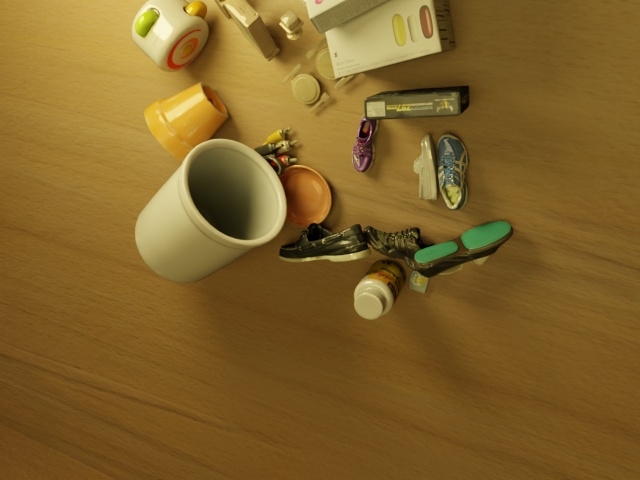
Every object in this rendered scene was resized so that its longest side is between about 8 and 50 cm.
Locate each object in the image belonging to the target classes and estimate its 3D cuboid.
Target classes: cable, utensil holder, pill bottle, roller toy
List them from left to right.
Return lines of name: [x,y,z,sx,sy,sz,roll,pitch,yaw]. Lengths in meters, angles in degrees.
roller toy: [-0.424,-0.594,1.470,0.146,0.209,0.191,46,156,1]
utensil holder: [-0.343,-0.067,1.534,0.385,0.327,0.328,-31,97,44]
cable: [-0.196,-0.254,1.588,0.287,0.072,0.139,-7,94,35]
pill bottle: [0.171,0.145,1.496,0.117,0.215,0.117,9,114,20]

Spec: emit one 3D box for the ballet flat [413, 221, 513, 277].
ballet flat: [0.397,0.031,1.418,0.280,0.095,0.096,-19,128,12]

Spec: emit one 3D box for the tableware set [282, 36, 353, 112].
tableware set: [-0.002,-0.463,1.428,0.128,0.039,0.194,46,127,-13]

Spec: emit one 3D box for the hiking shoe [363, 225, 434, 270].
hiking shoe: [0.238,-0.002,1.494,0.227,0.086,0.114,27,111,1]

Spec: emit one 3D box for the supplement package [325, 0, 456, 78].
supplement package: [0.172,-0.502,1.238,0.261,0.204,0.145,-7,107,26]

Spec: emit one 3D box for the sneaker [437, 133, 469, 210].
sneaker: [0.355,-0.180,1.361,0.080,0.081,0.211,-7,106,28]

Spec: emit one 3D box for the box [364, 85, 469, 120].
box: [0.245,-0.346,1.281,0.232,0.183,0.059,3,112,22]

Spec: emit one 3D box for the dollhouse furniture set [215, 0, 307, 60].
dollhouse furniture set: [-0.081,-0.689,1.370,0.355,0.174,0.303,-43,76,2]

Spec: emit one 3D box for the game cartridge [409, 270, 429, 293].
game cartridge: [0.300,0.117,1.545,0.056,0.017,0.083,19,117,20]

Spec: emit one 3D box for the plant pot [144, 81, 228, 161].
plant pot: [-0.393,-0.373,1.556,0.188,0.205,0.205,-33,95,14]

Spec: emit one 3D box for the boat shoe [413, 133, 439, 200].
boat shoe: [0.287,-0.198,1.400,0.063,0.066,0.184,-1,120,23]

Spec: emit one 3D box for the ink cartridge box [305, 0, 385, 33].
ink cartridge box: [0.101,-0.672,1.149,0.330,0.071,0.324,-21,65,19]

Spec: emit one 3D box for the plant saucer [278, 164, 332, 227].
plant saucer: [-0.054,-0.139,1.582,0.200,0.037,0.200,8,113,19]

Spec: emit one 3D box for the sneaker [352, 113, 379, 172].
sneaker: [0.117,-0.272,1.433,0.068,0.071,0.170,14,116,18]

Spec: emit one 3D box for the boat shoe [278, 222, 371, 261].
boat shoe: [-0.002,0.001,1.549,0.340,0.127,0.113,-1,104,46]
